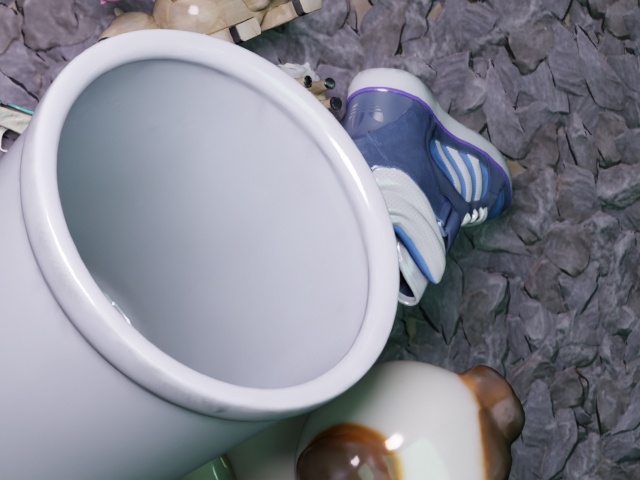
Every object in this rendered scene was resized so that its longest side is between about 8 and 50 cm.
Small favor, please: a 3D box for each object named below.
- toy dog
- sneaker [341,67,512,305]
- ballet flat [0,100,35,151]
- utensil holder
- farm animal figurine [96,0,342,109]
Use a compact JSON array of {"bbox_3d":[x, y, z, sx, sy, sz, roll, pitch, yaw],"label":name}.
[{"bbox_3d":[0.034,0.204,1.163,0.284,0.408,0.396,-9,98,-29],"label":"toy dog"},{"bbox_3d":[0.114,-0.021,1.290,0.323,0.130,0.236,38,52,-49],"label":"sneaker"},{"bbox_3d":[-0.325,-0.119,1.147,0.168,0.057,0.052,20,93,-28],"label":"ballet flat"},{"bbox_3d":[-0.177,0.055,0.997,0.327,0.385,0.328,22,52,-31],"label":"utensil holder"},{"bbox_3d":[-0.154,-0.251,1.183,0.326,0.172,0.331,-10,90,-41],"label":"farm animal figurine"}]
